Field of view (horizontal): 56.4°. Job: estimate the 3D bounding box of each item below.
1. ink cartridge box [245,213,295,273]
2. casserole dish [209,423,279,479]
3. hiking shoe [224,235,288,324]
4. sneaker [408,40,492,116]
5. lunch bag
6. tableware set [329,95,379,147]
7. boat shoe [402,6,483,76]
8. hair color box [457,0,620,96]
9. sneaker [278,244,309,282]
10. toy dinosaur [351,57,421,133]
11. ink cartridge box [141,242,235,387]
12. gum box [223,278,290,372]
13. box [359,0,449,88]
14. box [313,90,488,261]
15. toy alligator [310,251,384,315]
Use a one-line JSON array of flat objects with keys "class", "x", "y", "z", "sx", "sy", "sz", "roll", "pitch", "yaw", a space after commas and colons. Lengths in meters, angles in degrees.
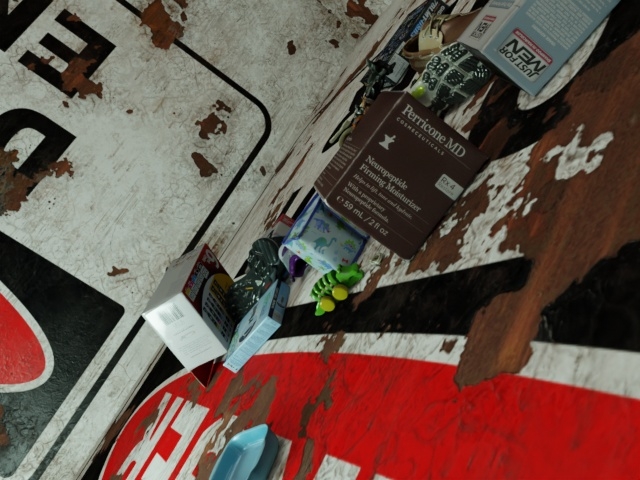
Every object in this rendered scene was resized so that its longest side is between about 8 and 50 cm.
[{"class": "ink cartridge box", "x": -0.134, "y": 0.025, "z": 1.721, "sx": 0.127, "sy": 0.072, "sz": 0.175, "roll": -44, "pitch": 16, "yaw": 36}, {"class": "casserole dish", "x": -0.120, "y": 0.354, "z": 0.935, "sx": 0.188, "sy": 0.037, "sz": 0.114, "roll": -38, "pitch": 21, "yaw": 49}, {"class": "hiking shoe", "x": -0.143, "y": 0.109, "z": 1.542, "sx": 0.132, "sy": 0.113, "sz": 0.304, "roll": -18, "pitch": -30, "yaw": -47}, {"class": "sneaker", "x": 0.251, "y": -0.330, "z": 1.193, "sx": 0.118, "sy": 0.107, "sz": 0.279, "roll": -57, "pitch": 13, "yaw": -32}, {"class": "lunch bag", "x": 0.024, "y": -0.022, "z": 1.158, "sx": 0.151, "sy": 0.129, "sz": 0.096, "roll": -58, "pitch": 18, "yaw": -23}, {"class": "tableware set", "x": 0.128, "y": -0.311, "z": 1.625, "sx": 0.194, "sy": 0.128, "sz": 0.039, "roll": -47, "pitch": 57, "yaw": 24}, {"class": "boat shoe", "x": 0.279, "y": -0.458, "z": 1.371, "sx": 0.123, "sy": 0.116, "sz": 0.324, "roll": -58, "pitch": 13, "yaw": -11}, {"class": "hair color box", "x": 0.386, "y": -0.410, "z": 0.890, "sx": 0.374, "sy": 0.114, "sz": 0.185, "roll": -49, "pitch": 14, "yaw": 19}, {"class": "sneaker", "x": 0.000, "y": 0.000, "z": 1.367, "sx": 0.223, "sy": 0.083, "sz": 0.098, "roll": -46, "pitch": 44, "yaw": 23}, {"class": "toy dinosaur", "x": 0.142, "y": -0.310, "z": 1.443, "sx": 0.321, "sy": 0.165, "sz": 0.218, "roll": -89, "pitch": 21, "yaw": -56}, {"class": "ink cartridge box", "x": -0.317, "y": 0.198, "z": 1.636, "sx": 0.130, "sy": 0.271, "sz": 0.309, "roll": -28, "pitch": 21, "yaw": 13}, {"class": "gum box", "x": -0.149, "y": 0.200, "z": 1.406, "sx": 0.184, "sy": 0.041, "sz": 0.157, "roll": -48, "pitch": 15, "yaw": 24}, {"class": "box", "x": 0.266, "y": -0.634, "z": 1.954, "sx": 0.293, "sy": 0.073, "sz": 0.295, "roll": -53, "pitch": 13, "yaw": 2}, {"class": "box", "x": 0.118, "y": -0.108, "z": 0.955, "sx": 0.203, "sy": 0.169, "sz": 0.167, "roll": -53, "pitch": 13, "yaw": 8}, {"class": "toy alligator", "x": 0.034, "y": 0.068, "z": 1.066, "sx": 0.189, "sy": 0.051, "sz": 0.056, "roll": -46, "pitch": 16, "yaw": 32}]
